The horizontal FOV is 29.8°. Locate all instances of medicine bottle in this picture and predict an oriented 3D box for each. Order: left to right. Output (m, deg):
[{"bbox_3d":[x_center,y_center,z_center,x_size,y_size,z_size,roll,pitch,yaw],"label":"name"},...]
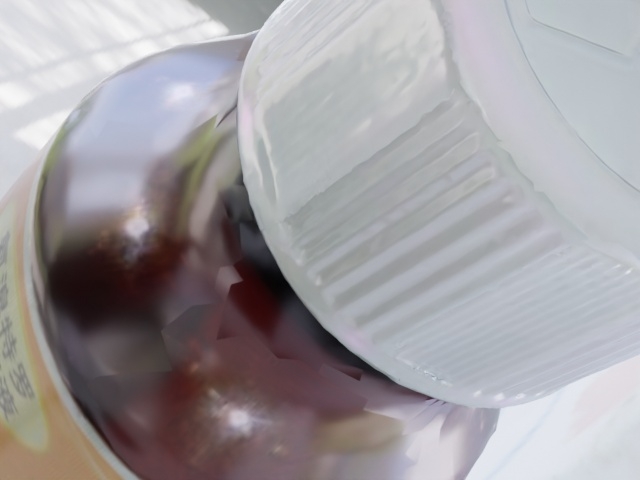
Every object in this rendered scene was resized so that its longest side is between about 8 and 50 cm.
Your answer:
[{"bbox_3d":[0.000,0.000,0.501,0.242,0.395,0.243,16,56,-26],"label":"medicine bottle"}]
